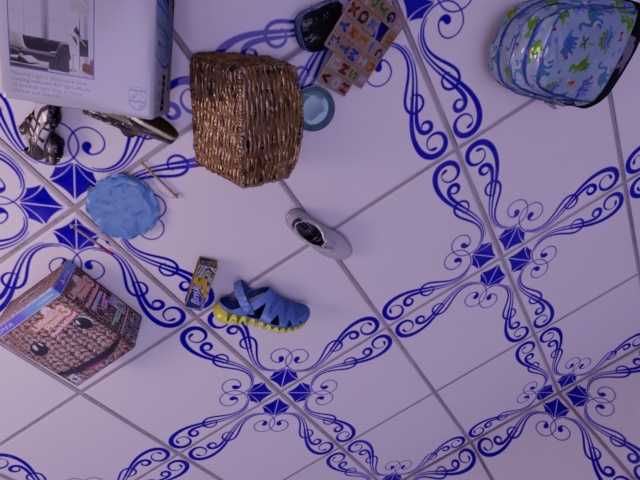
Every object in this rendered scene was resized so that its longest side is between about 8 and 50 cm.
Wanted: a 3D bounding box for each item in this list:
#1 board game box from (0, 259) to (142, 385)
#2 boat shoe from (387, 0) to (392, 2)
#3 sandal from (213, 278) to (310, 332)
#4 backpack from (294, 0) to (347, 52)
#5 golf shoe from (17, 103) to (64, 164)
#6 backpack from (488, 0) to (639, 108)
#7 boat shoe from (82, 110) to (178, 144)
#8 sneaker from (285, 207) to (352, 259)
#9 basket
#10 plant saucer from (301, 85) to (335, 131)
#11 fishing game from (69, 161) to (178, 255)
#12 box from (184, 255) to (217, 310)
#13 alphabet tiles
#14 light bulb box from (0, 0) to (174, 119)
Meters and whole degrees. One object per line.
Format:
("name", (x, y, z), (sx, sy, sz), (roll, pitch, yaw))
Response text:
("board game box", (-0.727, 0.247, 1.228), (0.232, 0.141, 0.291), (-35, 122, 7))
("boat shoe", (0.138, -0.599, 1.007), (0.183, 0.066, 0.066), (-30, 117, -7))
("sandal", (-0.179, 0.211, 1.358), (0.316, 0.126, 0.138), (10, 112, -21))
("backpack", (-0.005, -0.509, 1.002), (0.114, 0.084, 0.105), (-26, 129, -11))
("golf shoe", (-0.664, -0.277, 0.982), (0.093, 0.077, 0.198), (7, 116, -17))
("backpack", (0.627, -0.497, 1.094), (0.354, 0.274, 0.290), (10, 124, -5))
("boat shoe", (-0.465, -0.291, 1.026), (0.223, 0.080, 0.073), (25, 116, -19))
("sneaker", (0.000, 0.000, 1.294), (0.258, 0.091, 0.094), (30, 108, -27))
("basket", (-0.184, -0.315, 1.069), (0.213, 0.223, 0.300), (-24, 129, -40))
("plant saucer", (-0.020, -0.355, 1.127), (0.119, 0.021, 0.120), (-6, 120, -11))
("fishing game", (-0.540, -0.092, 1.142), (0.264, 0.041, 0.189), (-44, 120, 3))
("box", (-0.374, 0.136, 1.303), (0.059, 0.054, 0.169), (15, 114, -22))
("alphabet tiles", (0.091, -0.475, 1.027), (0.198, 0.009, 0.237), (5, 129, -51))
("light bulb box", (-0.395, -0.430, 0.766), (0.225, 0.358, 0.362), (4, 108, -17))
